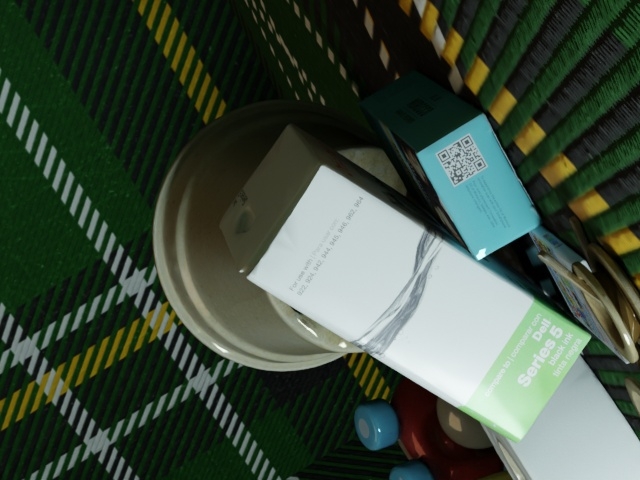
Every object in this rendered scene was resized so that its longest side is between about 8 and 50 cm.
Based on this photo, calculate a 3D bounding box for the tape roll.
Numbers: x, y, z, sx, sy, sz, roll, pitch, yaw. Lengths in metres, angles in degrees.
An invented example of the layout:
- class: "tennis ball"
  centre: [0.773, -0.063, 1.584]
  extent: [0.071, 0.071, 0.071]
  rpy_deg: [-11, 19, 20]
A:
- class: "tape roll"
  centre: [0.242, 0.221, 1.611]
  extent: [0.286, 0.100, 0.286]
  rpy_deg: [59, 179, 2]

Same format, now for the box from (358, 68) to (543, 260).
- class: "box"
  centre: [0.099, -0.066, 1.393]
  extent: [0.100, 0.060, 0.244]
  rpy_deg: [59, 179, -16]

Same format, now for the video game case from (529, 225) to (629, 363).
- class: "video game case"
  centre: [0.191, 0.036, 1.282]
  extent: [0.087, 0.011, 0.122]
  rpy_deg: [59, 179, -17]

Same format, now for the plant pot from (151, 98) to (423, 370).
- class: "plant pot"
  centre: [0.000, 0.000, 1.978]
  extent: [0.334, 0.334, 0.305]
  rpy_deg: [60, 167, -11]

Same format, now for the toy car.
- class: "toy car"
  centre: [0.200, 0.232, 2.432]
  extent: [0.210, 0.219, 0.238]
  rpy_deg: [59, 150, 28]

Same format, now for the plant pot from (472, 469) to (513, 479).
- class: "plant pot"
  centre: [0.271, 0.378, 2.038]
  extent: [0.212, 0.187, 0.212]
  rpy_deg: [59, 179, 35]

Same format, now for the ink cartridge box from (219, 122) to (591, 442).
- class: "ink cartridge box"
  centre: [0.065, 0.031, 1.456]
  extent: [0.273, 0.115, 0.198]
  rpy_deg: [33, -174, -15]

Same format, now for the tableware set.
- class: "tableware set"
  centre: [0.207, 0.085, 1.154]
  extent: [0.194, 0.039, 0.128]
  rpy_deg: [60, 178, -32]
